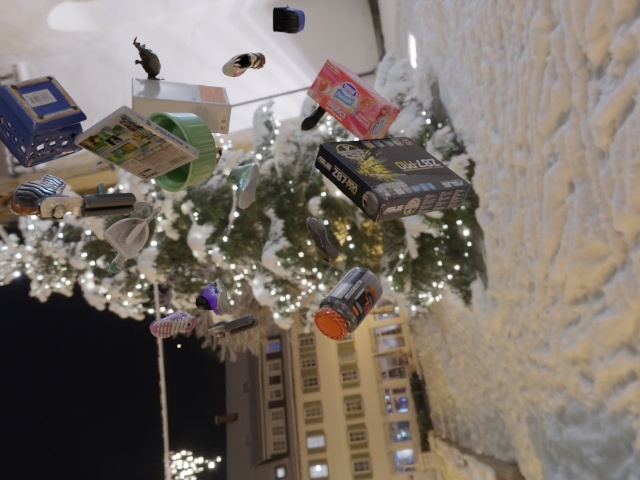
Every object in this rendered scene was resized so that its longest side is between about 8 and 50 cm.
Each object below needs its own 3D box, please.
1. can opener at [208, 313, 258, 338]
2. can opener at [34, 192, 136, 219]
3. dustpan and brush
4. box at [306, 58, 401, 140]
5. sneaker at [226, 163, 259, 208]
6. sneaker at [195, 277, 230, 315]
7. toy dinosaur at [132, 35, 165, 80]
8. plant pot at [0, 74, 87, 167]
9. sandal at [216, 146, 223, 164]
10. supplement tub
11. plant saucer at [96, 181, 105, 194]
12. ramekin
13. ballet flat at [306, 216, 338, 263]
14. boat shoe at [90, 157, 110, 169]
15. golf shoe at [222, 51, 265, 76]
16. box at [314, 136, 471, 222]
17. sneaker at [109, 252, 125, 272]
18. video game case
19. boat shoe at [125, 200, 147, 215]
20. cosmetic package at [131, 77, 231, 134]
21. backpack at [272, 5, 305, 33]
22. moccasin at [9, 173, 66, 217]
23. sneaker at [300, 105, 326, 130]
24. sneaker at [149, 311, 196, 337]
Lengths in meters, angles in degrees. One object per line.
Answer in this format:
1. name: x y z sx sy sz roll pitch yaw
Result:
1. can opener: -0.423 0.403 2.402 0.076 0.283 0.095 47 -147 -37
2. can opener: -0.715 -0.118 1.525 0.093 0.280 0.074 54 132 31
3. dustpan and brush: -0.646 -0.048 1.758 0.211 0.060 0.147 -58 -37 -28
4. box: 0.118 -0.499 1.782 0.300 0.154 0.142 46 -154 21
5. sneaker: -0.403 -0.263 2.458 0.094 0.150 0.256 55 -140 -51
6. sneaker: -0.511 0.291 2.318 0.102 0.146 0.293 65 176 -22
7. toy dinosaur: -0.816 -0.861 2.377 0.160 0.121 0.313 44 153 7
8. plant pot: -0.977 -0.428 1.724 0.236 0.212 0.236 51 -135 1
9. sandal: -0.494 -0.392 2.324 0.240 0.088 0.079 -136 39 -78
10. supplement tub: 0.130 0.294 2.309 0.338 0.207 0.207 -44 -50 -40
11. plant saucer: -0.923 -0.186 2.080 0.119 0.021 0.120 13 105 59
12. ramekin: -0.544 -0.350 1.922 0.148 0.303 0.304 -26 -72 -49
13. ballet flat: 0.000 0.000 1.933 0.058 0.084 0.250 -62 41 31
14. boat shoe: -0.811 -0.294 1.859 0.035 0.100 0.035 61 179 -13
15. golf shoe: -0.283 -0.617 1.720 0.086 0.186 0.068 -17 -80 -53
16. box: 0.226 -0.203 1.549 0.318 0.394 0.097 50 135 34
17. sneaker: -0.891 0.063 2.221 0.065 0.166 0.076 48 169 -37
18. video game case: -0.643 -0.327 1.737 0.299 0.328 0.036 30 -123 -43
19. boat shoe: -0.978 -0.176 2.609 0.040 0.142 0.049 -112 1 -63
20. cosmetic package: -0.680 -0.655 2.417 0.230 0.452 0.162 -115 32 -46
21. backpack: -0.118 -0.878 1.965 0.101 0.120 0.098 -46 -33 -45
22. moccasin: -1.104 -0.157 1.922 0.147 0.139 0.380 -62 25 8
23. sneaker: -0.024 -0.492 1.993 0.051 0.170 0.089 43 167 -8
24. sneaker: -0.715 0.391 2.357 0.236 0.104 0.095 -3 -60 -52
